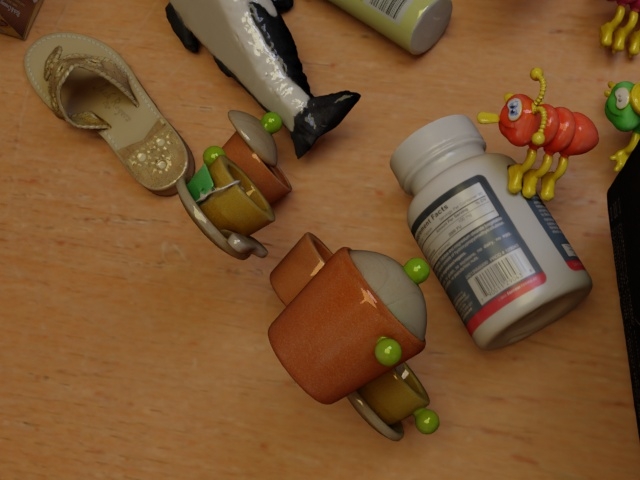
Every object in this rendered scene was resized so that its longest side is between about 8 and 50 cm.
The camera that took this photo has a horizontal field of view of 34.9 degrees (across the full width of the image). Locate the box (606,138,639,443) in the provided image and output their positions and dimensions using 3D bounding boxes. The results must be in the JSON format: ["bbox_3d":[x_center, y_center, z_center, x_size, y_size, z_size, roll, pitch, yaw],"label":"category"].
[{"bbox_3d":[0.305,0.076,0.605,0.211,0.395,0.294,-8,86,12],"label":"box"}]

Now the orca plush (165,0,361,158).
[{"bbox_3d":[-0.054,-0.222,0.958,0.102,0.151,0.287,-30,63,-31],"label":"orca plush"}]

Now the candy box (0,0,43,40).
[{"bbox_3d":[-0.323,-0.286,0.987,0.053,0.187,0.109,18,78,14],"label":"candy box"}]

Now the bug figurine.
[{"bbox_3d":[0.218,-0.170,0.842,0.216,0.072,0.279,8,69,-25],"label":"bug figurine"}]

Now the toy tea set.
[{"bbox_3d":[0.000,0.000,0.832,0.124,0.200,0.336,-40,64,8],"label":"toy tea set"}]

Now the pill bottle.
[{"bbox_3d":[0.135,-0.010,0.849,0.108,0.108,0.180,-29,70,3],"label":"pill bottle"}]

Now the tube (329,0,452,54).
[{"bbox_3d":[0.019,-0.264,0.979,0.240,0.070,0.062,38,124,23],"label":"tube"}]

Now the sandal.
[{"bbox_3d":[-0.216,-0.141,0.979,0.088,0.079,0.240,-45,70,-3],"label":"sandal"}]
